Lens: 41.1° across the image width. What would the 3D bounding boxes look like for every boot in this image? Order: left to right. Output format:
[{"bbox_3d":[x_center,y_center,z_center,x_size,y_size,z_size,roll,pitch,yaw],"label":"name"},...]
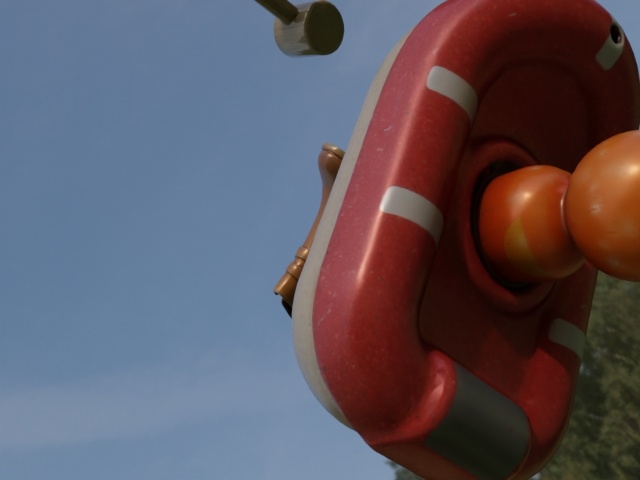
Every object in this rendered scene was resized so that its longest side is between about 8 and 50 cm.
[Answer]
[{"bbox_3d":[0.000,0.000,1.346,0.220,0.109,0.283,-41,-36,-14],"label":"boot"}]

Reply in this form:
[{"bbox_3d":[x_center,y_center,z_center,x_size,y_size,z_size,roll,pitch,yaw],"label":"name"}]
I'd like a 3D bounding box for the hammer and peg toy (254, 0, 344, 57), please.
[{"bbox_3d":[-0.003,-0.381,0.851,0.266,0.127,0.361,13,-92,-48],"label":"hammer and peg toy"}]

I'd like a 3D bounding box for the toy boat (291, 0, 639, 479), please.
[{"bbox_3d":[0.097,-0.010,0.366,0.151,0.151,0.231,35,-118,-33],"label":"toy boat"}]
